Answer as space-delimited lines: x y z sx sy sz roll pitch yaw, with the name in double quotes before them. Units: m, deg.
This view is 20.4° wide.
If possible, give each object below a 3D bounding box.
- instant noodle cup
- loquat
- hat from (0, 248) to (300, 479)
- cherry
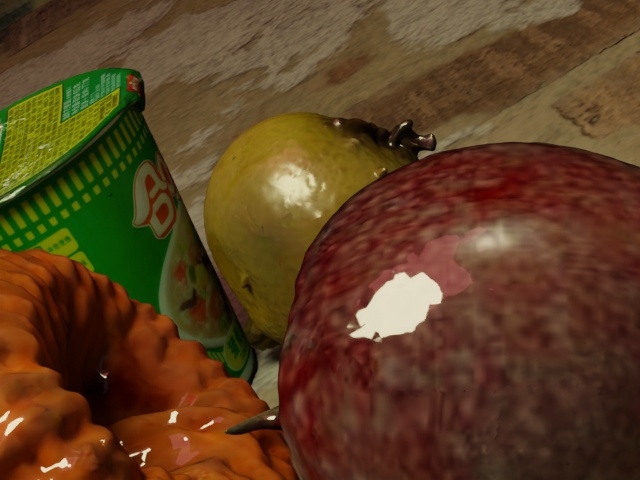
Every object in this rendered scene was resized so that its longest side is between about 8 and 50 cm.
"instant noodle cup" -0.158 0.028 1.247 0.207 0.233 0.207 -26 22 11
"loquat" 0.000 0.000 1.209 0.149 0.172 0.204 -38 -20 -53
"hat" -0.185 0.222 0.958 0.400 0.285 0.285 -60 18 11
"cherry" 0.101 0.056 0.891 0.300 0.203 0.230 -8 19 6
